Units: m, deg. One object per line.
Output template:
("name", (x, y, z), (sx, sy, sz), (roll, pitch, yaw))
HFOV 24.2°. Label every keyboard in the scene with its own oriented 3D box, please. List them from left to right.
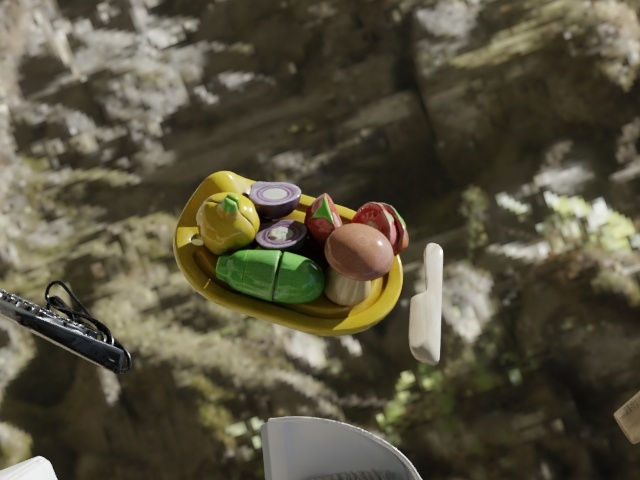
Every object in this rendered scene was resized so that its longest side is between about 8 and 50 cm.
("keyboard", (-0.177, 0.034, 0.902), (0.100, 0.038, 0.192), (34, -10, -37))

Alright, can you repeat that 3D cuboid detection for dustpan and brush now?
("dustpan and brush", (0.059, 0.216, 1.257), (0.060, 0.211, 0.147), (-98, -178, -85))

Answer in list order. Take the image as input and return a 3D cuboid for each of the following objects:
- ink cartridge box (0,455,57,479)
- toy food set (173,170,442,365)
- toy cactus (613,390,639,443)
("ink cartridge box", (-0.190, 0.203, 0.655), (0.148, 0.203, 0.086), (67, 16, -2))
("toy food set", (0.000, 0.000, 1.118), (0.071, 0.218, 0.128), (106, -1, -50))
("toy cactus", (0.356, 0.124, 1.380), (0.112, 0.180, 0.219), (58, 0, -43))
